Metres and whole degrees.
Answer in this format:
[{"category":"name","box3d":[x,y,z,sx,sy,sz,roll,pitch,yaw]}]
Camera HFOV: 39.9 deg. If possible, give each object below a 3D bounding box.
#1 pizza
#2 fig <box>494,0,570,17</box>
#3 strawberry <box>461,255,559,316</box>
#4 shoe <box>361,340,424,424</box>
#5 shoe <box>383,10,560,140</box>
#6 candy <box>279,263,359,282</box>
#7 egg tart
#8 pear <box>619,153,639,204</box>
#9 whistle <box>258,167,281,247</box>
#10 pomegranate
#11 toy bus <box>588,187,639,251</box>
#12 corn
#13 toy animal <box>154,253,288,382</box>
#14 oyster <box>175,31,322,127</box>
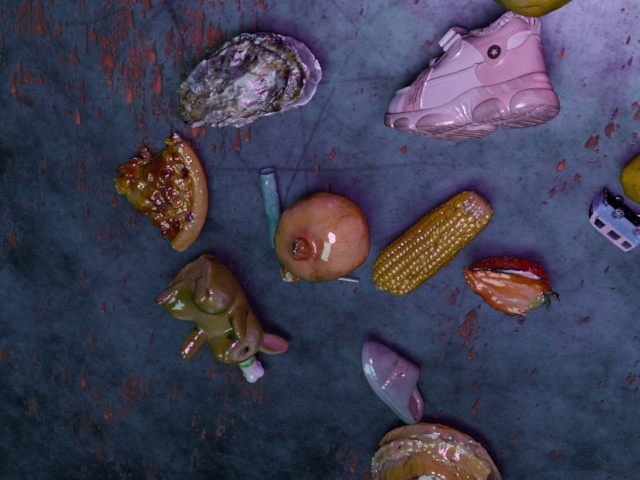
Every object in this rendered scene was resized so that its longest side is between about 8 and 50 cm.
[{"category":"pizza","box3d":[-0.365,-0.108,1.989,0.228,0.081,0.289,14,125,9]},{"category":"fig","box3d":[0.381,-0.504,1.438,0.314,0.233,0.233,-30,108,32]},{"category":"strawberry","box3d":[0.407,0.087,1.871,0.192,0.085,0.140,-3,127,25]},{"category":"shoe","box3d":[0.188,0.330,2.076,0.100,0.103,0.251,-22,117,28]},{"category":"shoe","box3d":[0.278,-0.297,1.646,0.351,0.172,0.198,-4,83,39]},{"category":"candy","box3d":[-0.003,0.079,2.017,0.184,0.049,0.055,9,78,5]},{"category":"egg tart","box3d":[0.282,0.611,2.191,0.352,0.150,0.352,10,125,14]},{"category":"pear","box3d":[0.635,-0.117,1.668,0.131,0.107,0.107,-4,119,27]},{"category":"whistle","box3d":[-0.105,-0.070,1.959,0.039,0.039,0.186,1,120,16]},{"category":"pomegranate","box3d":[0.006,-0.004,1.875,0.207,0.207,0.207,8,122,12]},{"category":"toy bus","box3d":[0.588,-0.038,1.757,0.123,0.060,0.075,37,127,-10]},{"category":"corn","box3d":[0.228,0.012,1.863,0.119,0.119,0.322,44,118,-11]},{"category":"toy animal","box3d":[-0.218,0.214,2.077,0.181,0.180,0.363,-18,113,33]},{"category":"oyster","box3d":[-0.169,-0.314,1.784,0.351,0.158,0.162,-13,73,31]}]
